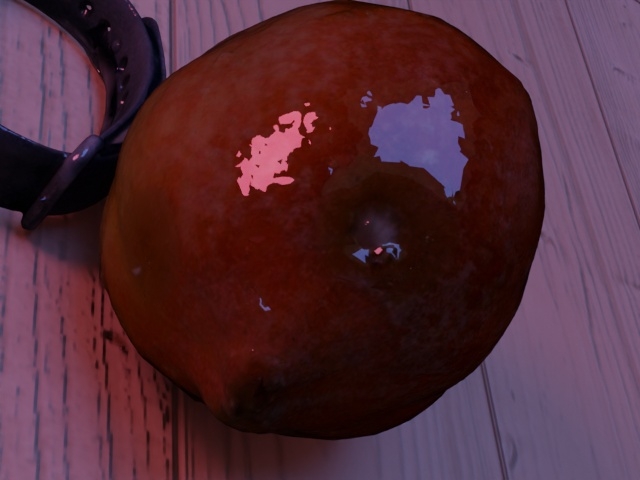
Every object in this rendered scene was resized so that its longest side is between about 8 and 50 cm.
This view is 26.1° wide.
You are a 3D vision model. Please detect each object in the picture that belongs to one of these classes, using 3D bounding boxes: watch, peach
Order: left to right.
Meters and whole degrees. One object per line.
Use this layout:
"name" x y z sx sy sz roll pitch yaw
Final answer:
"watch" -0.171 -0.100 0.769 0.193 0.068 0.206 18 40 -35
"peach" 0.000 0.000 0.708 0.232 0.232 0.256 34 36 -18
